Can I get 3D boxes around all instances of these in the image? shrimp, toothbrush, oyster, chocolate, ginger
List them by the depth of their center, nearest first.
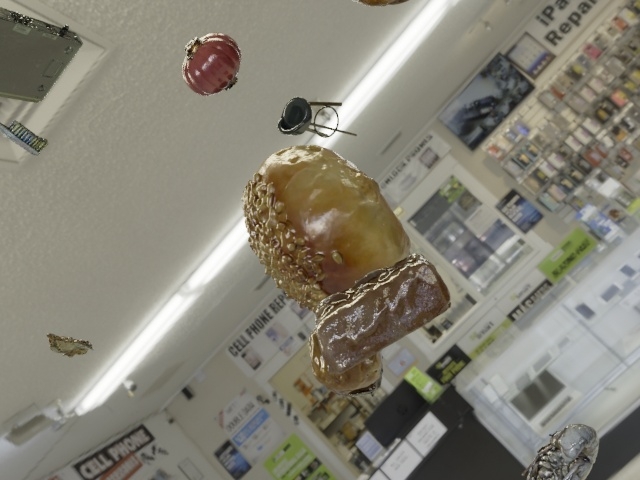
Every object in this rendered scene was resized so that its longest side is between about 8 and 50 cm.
[{"bbox_3d":[0.285,0.287,0.662,0.065,0.056,0.165,15,-69,-28],"label":"shrimp"},{"bbox_3d":[0.080,0.102,0.818,0.214,0.093,0.148,-29,2,3],"label":"chocolate"},{"bbox_3d":[-0.636,-0.286,0.900,0.042,0.035,0.413,-51,-50,-9],"label":"toothbrush"},{"bbox_3d":[-0.621,0.257,1.354,0.086,0.029,0.132,-14,-33,-12],"label":"oyster"},{"bbox_3d":[0.072,0.294,1.506,0.269,0.200,0.223,-81,-15,-49],"label":"ginger"}]

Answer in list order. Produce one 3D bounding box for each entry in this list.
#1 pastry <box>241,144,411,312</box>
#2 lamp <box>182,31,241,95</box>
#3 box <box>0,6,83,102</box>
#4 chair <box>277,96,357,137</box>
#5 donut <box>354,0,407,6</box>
[{"bbox_3d":[0.000,0.000,1.122,0.245,0.409,0.409,-39,-11,-17],"label":"pastry"},{"bbox_3d":[-0.177,-0.286,0.883,0.107,0.092,0.108,-29,40,28],"label":"lamp"},{"bbox_3d":[-0.636,-0.376,1.096,0.211,0.045,0.270,-41,-13,20],"label":"box"},{"bbox_3d":[-0.012,-0.305,1.355,0.104,0.095,0.221,3,8,39],"label":"chair"},{"bbox_3d":[0.087,-0.496,0.884,0.114,0.226,0.227,-47,-5,-48],"label":"donut"}]
